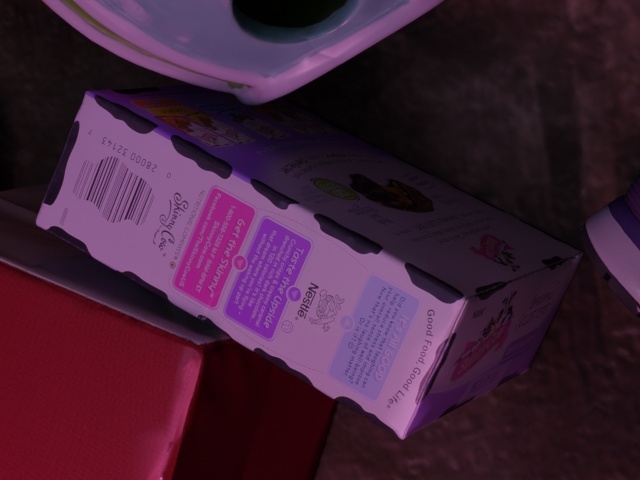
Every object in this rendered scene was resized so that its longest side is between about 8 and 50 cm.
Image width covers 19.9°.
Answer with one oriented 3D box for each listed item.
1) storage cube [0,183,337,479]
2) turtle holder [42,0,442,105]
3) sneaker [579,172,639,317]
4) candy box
[{"bbox_3d":[-0.120,0.093,0.884,0.215,0.184,0.193,22,104,21],"label":"storage cube"},{"bbox_3d":[-0.008,-0.207,0.797,0.320,0.243,0.227,-33,101,-6],"label":"turtle holder"},{"bbox_3d":[0.244,0.058,0.761,0.124,0.107,0.283,-45,77,16],"label":"sneaker"},{"bbox_3d":[0.000,0.000,0.829,0.196,0.165,0.070,29,107,20],"label":"candy box"}]
